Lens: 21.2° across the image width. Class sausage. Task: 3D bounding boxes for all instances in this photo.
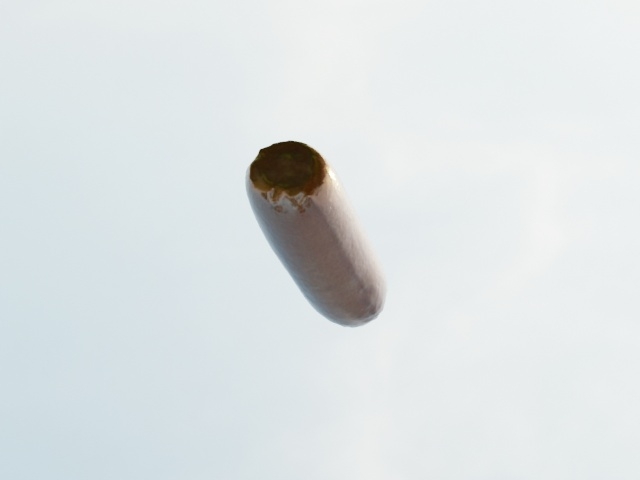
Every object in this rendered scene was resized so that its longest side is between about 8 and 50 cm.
[{"bbox_3d":[0.000,0.000,1.335,0.076,0.197,0.076,-12,-129,15],"label":"sausage"}]
